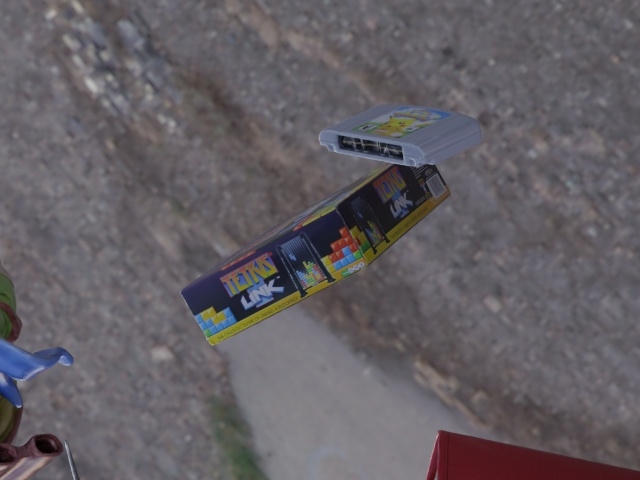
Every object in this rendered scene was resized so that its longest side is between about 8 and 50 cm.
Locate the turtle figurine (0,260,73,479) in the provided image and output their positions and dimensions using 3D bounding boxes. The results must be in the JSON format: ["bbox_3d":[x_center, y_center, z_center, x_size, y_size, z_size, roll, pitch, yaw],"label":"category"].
[{"bbox_3d":[-0.260,0.087,0.841,0.275,0.197,0.266,11,129,3],"label":"turtle figurine"}]

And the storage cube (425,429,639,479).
[{"bbox_3d":[0.148,0.259,0.972,0.193,0.215,0.183,12,116,1],"label":"storage cube"}]

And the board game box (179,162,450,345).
[{"bbox_3d":[0.000,0.000,1.072,0.141,0.170,0.048,-27,95,29],"label":"board game box"}]

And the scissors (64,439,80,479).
[{"bbox_3d":[-0.220,0.347,1.566,0.109,0.021,0.297,3,-107,-77],"label":"scissors"}]

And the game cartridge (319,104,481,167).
[{"bbox_3d":[0.047,-0.060,0.852,0.083,0.056,0.017,14,118,45],"label":"game cartridge"}]
